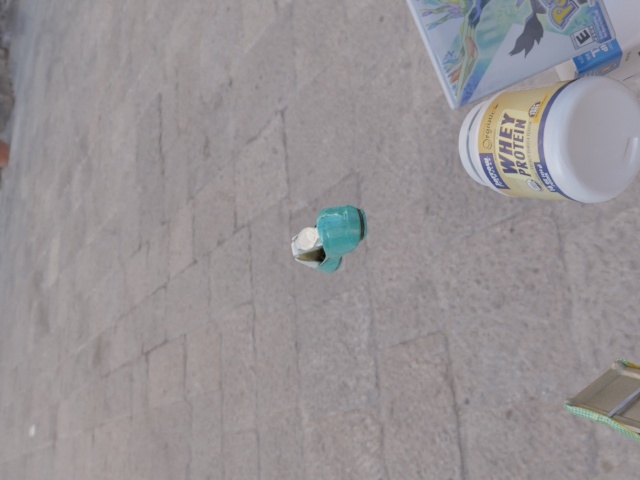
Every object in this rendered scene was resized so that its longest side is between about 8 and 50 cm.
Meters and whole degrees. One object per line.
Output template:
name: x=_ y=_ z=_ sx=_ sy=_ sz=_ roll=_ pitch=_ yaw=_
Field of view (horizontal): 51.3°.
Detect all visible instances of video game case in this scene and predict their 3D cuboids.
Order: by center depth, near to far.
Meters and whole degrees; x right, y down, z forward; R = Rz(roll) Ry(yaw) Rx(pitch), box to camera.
video game case: x=0.304 y=-0.436 z=1.146 sx=0.036 sy=0.300 sz=0.329 roll=-66 pitch=-48 yaw=-79

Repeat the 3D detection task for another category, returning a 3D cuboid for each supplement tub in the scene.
supplement tub: x=0.442 y=-0.195 z=1.315 sx=0.316 sy=0.228 sz=0.228 roll=-165 pitch=84 yaw=-66

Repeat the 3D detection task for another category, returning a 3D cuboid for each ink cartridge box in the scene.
ink cartridge box: x=0.701 y=-0.476 z=1.420 sx=0.395 sy=0.285 sz=0.166 roll=-24 pitch=81 yaw=17

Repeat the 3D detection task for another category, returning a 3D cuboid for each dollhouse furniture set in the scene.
dollhouse furniture set: x=0.584 y=0.282 z=1.098 sx=0.197 sy=0.302 sz=0.151 roll=7 pitch=119 yaw=61

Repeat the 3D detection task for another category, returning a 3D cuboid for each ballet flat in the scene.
ballet flat: x=0.000 y=0.000 z=1.024 sx=0.247 sy=0.087 sz=0.083 roll=128 pitch=137 yaw=-72
